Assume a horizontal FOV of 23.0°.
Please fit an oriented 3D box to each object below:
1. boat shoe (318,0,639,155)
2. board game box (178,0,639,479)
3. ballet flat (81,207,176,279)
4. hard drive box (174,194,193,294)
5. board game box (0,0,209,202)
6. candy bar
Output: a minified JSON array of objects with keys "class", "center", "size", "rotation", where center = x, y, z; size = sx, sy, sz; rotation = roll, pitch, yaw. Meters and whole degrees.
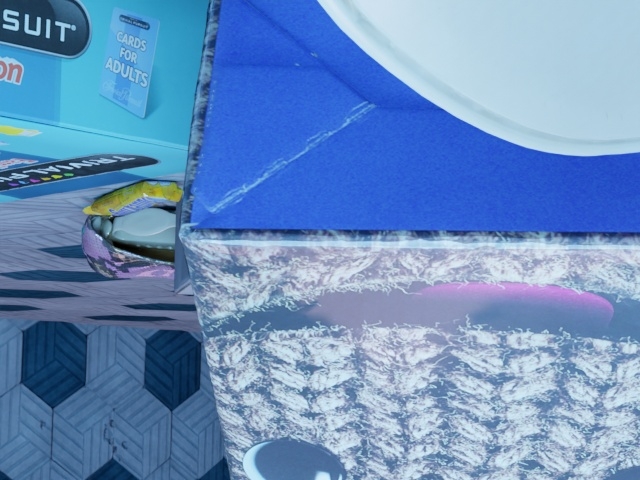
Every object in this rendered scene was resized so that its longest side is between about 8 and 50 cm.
[{"class":"boat shoe","center":[0.119,-0.090,0.504],"size":[0.335,0.095,0.112],"rotation":[10,131,-34]},{"class":"board game box","center":[0.074,0.036,0.703],"size":[0.232,0.141,0.291],"rotation":[0,141,6]},{"class":"ballet flat","center":[-0.115,-0.001,1.468],"size":[0.221,0.077,0.079],"rotation":[1,154,2]},{"class":"hard drive box","center":[0.000,0.000,1.333],"size":[0.232,0.089,0.181],"rotation":[2,173,-12]},{"class":"board game box","center":[-0.236,-0.080,0.712],"size":[0.254,0.079,0.336],"rotation":[-6,171,43]},{"class":"candy bar","center":[-0.163,-0.035,1.364],"size":[0.040,0.018,0.161],"rotation":[4,174,-26]}]
